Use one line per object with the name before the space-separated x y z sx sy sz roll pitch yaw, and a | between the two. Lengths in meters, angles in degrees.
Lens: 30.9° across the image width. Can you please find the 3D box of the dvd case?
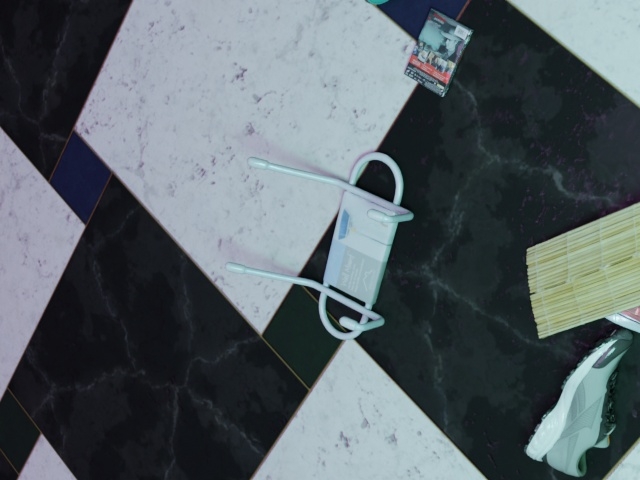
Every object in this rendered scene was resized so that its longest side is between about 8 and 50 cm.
dvd case | 0.194 -0.309 1.911 0.087 0.013 0.119 35 117 29

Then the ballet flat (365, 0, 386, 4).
ballet flat | 0.137 -0.504 1.897 0.247 0.083 0.087 -55 40 29

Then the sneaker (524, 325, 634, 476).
sneaker | 0.417 0.246 1.774 0.108 0.100 0.272 32 120 18

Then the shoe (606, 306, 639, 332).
shoe | 0.489 0.097 1.712 0.178 0.063 0.081 26 106 30

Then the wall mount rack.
wall mount rack | 0.000 0.000 2.030 0.304 0.130 0.350 25 110 33

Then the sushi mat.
sushi mat | 0.424 0.036 1.708 0.316 0.019 0.151 -28 61 50
